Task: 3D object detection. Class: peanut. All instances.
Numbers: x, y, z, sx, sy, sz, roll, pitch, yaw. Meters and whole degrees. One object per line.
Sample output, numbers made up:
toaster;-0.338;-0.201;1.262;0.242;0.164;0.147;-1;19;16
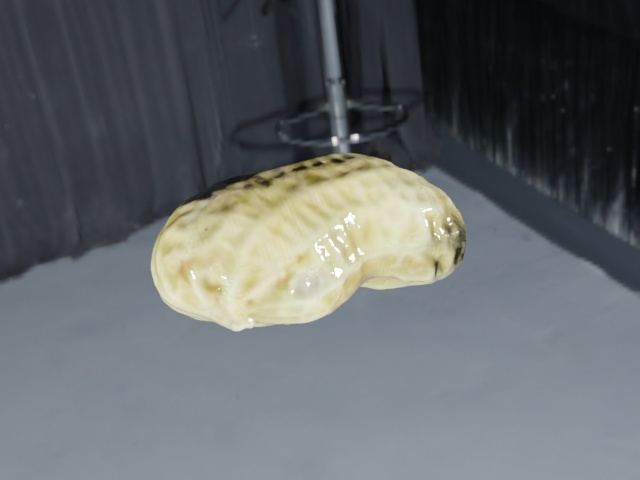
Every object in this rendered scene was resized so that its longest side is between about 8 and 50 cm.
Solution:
peanut;0.000;0.000;1.057;0.325;0.140;0.153;-6;55;-25
